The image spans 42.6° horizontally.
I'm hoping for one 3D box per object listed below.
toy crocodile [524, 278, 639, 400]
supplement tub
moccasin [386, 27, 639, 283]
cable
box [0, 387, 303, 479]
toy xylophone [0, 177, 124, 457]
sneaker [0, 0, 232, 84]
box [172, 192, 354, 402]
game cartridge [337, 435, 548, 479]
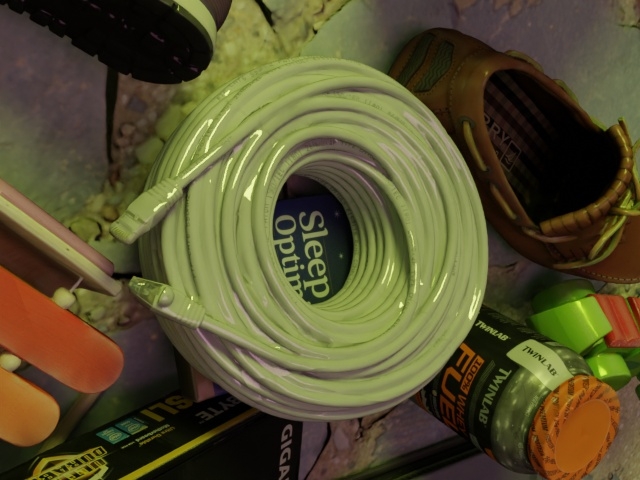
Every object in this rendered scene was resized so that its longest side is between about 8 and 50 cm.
[{"bbox_3d":[0.330,0.104,0.865,0.341,0.115,0.105,12,141,-38],"label":"toy crocodile"},{"bbox_3d":[0.160,0.129,0.732,0.117,0.190,0.117,-12,113,-31],"label":"supplement tub"},{"bbox_3d":[0.221,-0.058,0.732,0.380,0.147,0.139,38,84,-38],"label":"moccasin"},{"bbox_3d":[0.000,0.000,0.587,0.257,0.089,0.257,44,63,-19],"label":"cable"},{"bbox_3d":[-0.124,0.281,0.616,0.257,0.079,0.322,-17,117,-50],"label":"box"},{"bbox_3d":[-0.251,0.116,0.515,0.236,0.081,0.322,35,86,-38],"label":"toy xylophone"},{"bbox_3d":[-0.171,-0.210,0.459,0.283,0.107,0.124,31,59,-30],"label":"sneaker"},{"bbox_3d":[-0.012,0.033,0.650,0.225,0.036,0.136,-10,91,-32],"label":"box"},{"bbox_3d":[0.126,0.325,0.868,0.355,0.068,0.230,-11,109,-31],"label":"game cartridge"}]
